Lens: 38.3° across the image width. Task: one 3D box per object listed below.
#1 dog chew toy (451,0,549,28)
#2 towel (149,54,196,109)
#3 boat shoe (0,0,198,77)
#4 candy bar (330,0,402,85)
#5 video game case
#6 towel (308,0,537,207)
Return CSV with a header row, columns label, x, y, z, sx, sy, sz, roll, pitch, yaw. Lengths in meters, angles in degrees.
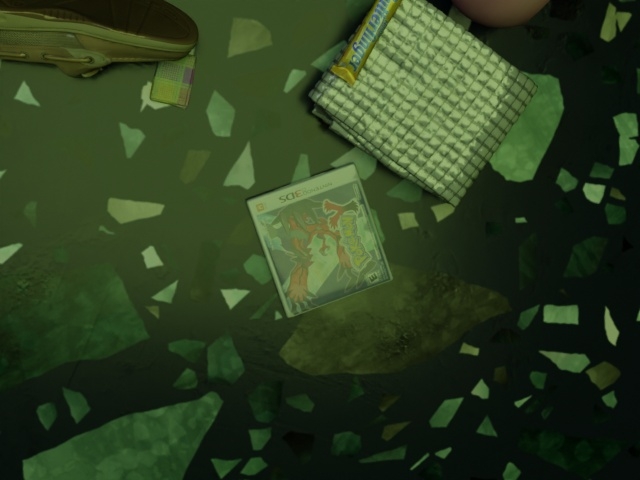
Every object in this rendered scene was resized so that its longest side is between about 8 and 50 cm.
label,x,y,z,sx,sy,sz,roll,pitch,yaw
dog chew toy,0.217,-0.470,1.352,0.332,0.206,0.206,43,91,-3
towel,-0.225,-0.247,1.410,0.060,0.009,0.083,11,95,-8
boat shoe,-0.350,-0.302,1.344,0.341,0.122,0.110,8,134,-6
candy bar,0.072,-0.301,1.324,0.040,0.018,0.161,31,102,-3
video game case,0.000,0.000,1.468,0.183,0.023,0.201,-20,100,-4
towel,0.151,-0.221,1.410,0.283,0.121,0.235,34,100,-6
